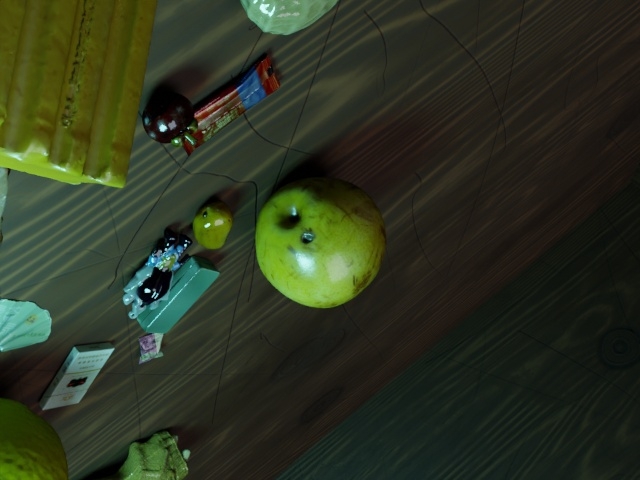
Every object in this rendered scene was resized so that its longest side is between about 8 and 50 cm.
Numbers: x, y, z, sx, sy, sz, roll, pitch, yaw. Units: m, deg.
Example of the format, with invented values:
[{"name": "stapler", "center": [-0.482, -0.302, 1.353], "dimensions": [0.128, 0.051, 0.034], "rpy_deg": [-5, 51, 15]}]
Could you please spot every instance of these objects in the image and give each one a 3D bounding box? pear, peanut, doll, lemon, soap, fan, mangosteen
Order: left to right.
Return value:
[{"name": "lemon", "center": [-0.582, 0.431, 1.195], "dimensions": [0.336, 0.336, 0.336], "rpy_deg": [-33, 153, -19]}, {"name": "fan", "center": [-0.543, 0.149, 1.193], "dimensions": [0.131, 0.009, 0.240], "rpy_deg": [-51, 153, 12]}, {"name": "soap", "center": [-0.268, -0.229, 0.708], "dimensions": [0.204, 0.096, 0.324], "rpy_deg": [19, 79, -60]}, {"name": "doll", "center": [-0.311, 0.070, 1.333], "dimensions": [0.096, 0.070, 0.195], "rpy_deg": [19, 110, -45]}, {"name": "mangosteen", "center": [-0.225, -0.179, 1.052], "dimensions": [0.081, 0.081, 0.081], "rpy_deg": [-33, 153, -19]}, {"name": "peanut", "center": [-0.035, -0.394, 0.954], "dimensions": [0.197, 0.110, 0.233], "rpy_deg": [-39, 156, -8]}, {"name": "pear", "center": [0.000, 0.000, 1.445], "dimensions": [0.281, 0.281, 0.281], "rpy_deg": [-33, 153, -19]}]

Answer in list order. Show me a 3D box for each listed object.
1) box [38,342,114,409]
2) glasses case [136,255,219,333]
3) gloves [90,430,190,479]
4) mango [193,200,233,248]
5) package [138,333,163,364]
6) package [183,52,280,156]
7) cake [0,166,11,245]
[{"name": "box", "center": [-0.496, 0.275, 1.437], "dimensions": [0.167, 0.024, 0.090], "rpy_deg": [-54, 153, 20]}, {"name": "glasses case", "center": [-0.293, 0.114, 1.457], "dimensions": [0.184, 0.039, 0.078], "rpy_deg": [-47, 155, 10]}, {"name": "gloves", "center": [-0.498, 0.648, 1.867], "dimensions": [0.356, 0.155, 0.203], "rpy_deg": [-29, 156, -34]}, {"name": "mango", "center": [-0.203, -0.026, 1.343], "dimensions": [0.080, 0.060, 0.114], "rpy_deg": [-29, 156, -20]}, {"name": "package", "center": [-0.371, 0.236, 1.551], "dimensions": [0.059, 0.029, 0.083], "rpy_deg": [-17, 135, -30]}, {"name": "package", "center": [-0.152, -0.220, 1.157], "dimensions": [0.200, 0.022, 0.083], "rpy_deg": [-39, 155, -9]}, {"name": "cake", "center": [-0.458, -0.064, 0.769], "dimensions": [0.293, 0.199, 0.196], "rpy_deg": [-23, 146, -38]}]
